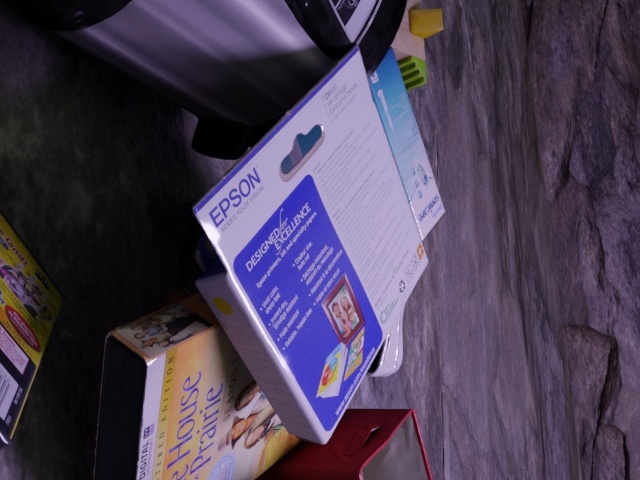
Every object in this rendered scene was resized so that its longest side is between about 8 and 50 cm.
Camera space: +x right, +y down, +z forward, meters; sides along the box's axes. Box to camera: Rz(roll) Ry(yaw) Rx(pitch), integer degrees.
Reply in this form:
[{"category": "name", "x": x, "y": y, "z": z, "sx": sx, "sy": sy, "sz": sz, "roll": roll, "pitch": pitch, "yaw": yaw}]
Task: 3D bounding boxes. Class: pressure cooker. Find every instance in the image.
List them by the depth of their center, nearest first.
[{"category": "pressure cooker", "x": -0.100, "y": -0.333, "z": 0.785, "sx": 0.420, "sy": 0.370, "sz": 0.376, "roll": 27, "pitch": 34, "yaw": -52}]

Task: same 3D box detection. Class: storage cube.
[{"category": "storage cube", "x": 0.038, "y": 0.371, "z": 0.960, "sx": 0.183, "sy": 0.193, "sz": 0.215, "roll": -26, "pitch": 104, "yaw": -56}]

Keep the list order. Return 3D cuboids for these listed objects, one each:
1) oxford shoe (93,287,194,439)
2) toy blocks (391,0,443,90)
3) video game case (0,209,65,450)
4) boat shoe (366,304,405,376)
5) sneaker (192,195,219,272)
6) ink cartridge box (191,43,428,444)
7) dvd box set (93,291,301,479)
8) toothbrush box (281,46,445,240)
[{"category": "oxford shoe", "x": -0.201, "y": 0.143, "z": 0.772, "sx": 0.076, "sy": 0.076, "sz": 0.212, "roll": 40, "pitch": 51, "yaw": -39}, {"category": "toy blocks", "x": 0.081, "y": -0.507, "z": 1.299, "sx": 0.261, "sy": 0.190, "sz": 0.382, "roll": 6, "pitch": 77, "yaw": -44}, {"category": "video game case", "x": -0.320, "y": 0.003, "z": 0.538, "sx": 0.275, "sy": 0.035, "sz": 0.248, "roll": 63, "pitch": 0, "yaw": -24}, {"category": "boat shoe", "x": 0.106, "y": 0.123, "z": 1.215, "sx": 0.084, "sy": 0.095, "sz": 0.258, "roll": 8, "pitch": 74, "yaw": -60}, {"category": "sneaker", "x": -0.052, "y": 0.001, "z": 0.963, "sx": 0.330, "sy": 0.147, "sz": 0.130, "roll": 17, "pitch": 68, "yaw": -53}, {"category": "ink cartridge box", "x": 0.000, "y": 0.000, "z": 0.709, "sx": 0.304, "sy": 0.072, "sz": 0.307, "roll": -52, "pitch": 129, "yaw": -38}, {"category": "dvd box set", "x": -0.082, "y": 0.171, "z": 0.797, "sx": 0.420, "sy": 0.062, "sz": 0.308, "roll": -23, "pitch": 132, "yaw": -53}, {"category": "toothbrush box", "x": 0.052, "y": -0.137, "z": 1.093, "sx": 0.126, "sy": 0.216, "sz": 0.296, "roll": -42, "pitch": 116, "yaw": -52}]
